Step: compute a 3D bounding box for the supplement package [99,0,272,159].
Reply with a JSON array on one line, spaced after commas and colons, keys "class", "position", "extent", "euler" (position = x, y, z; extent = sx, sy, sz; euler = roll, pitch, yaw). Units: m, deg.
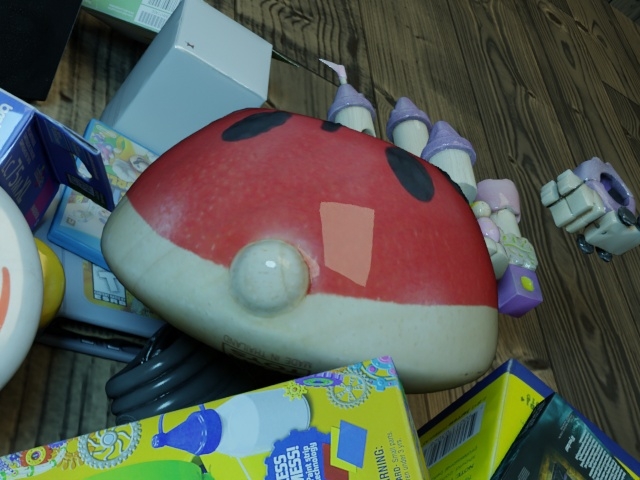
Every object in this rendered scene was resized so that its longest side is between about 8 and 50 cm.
[{"class": "supplement package", "position": [-0.142, -0.135, 0.995], "extent": [0.105, 0.179, 0.105], "euler": [30, 36, -22]}]

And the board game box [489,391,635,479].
[{"class": "board game box", "position": [0.192, 0.208, 0.765], "extent": [0.126, 0.026, 0.186], "euler": [49, 33, 6]}]

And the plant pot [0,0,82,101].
[{"class": "plant pot", "position": [-0.343, -0.255, 0.925], "extent": [0.167, 0.188, 0.187], "euler": [-9, 60, -36]}]

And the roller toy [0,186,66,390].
[{"class": "roller toy", "position": [-0.287, 0.038, 0.644], "extent": [0.191, 0.146, 0.209], "euler": [42, 61, -12]}]

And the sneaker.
[{"class": "sneaker", "position": [-0.052, 0.111, 0.839], "extent": [0.295, 0.104, 0.147], "euler": [-26, 91, -43]}]

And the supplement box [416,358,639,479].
[{"class": "supplement box", "position": [0.143, 0.304, 0.809], "extent": [0.194, 0.195, 0.356], "euler": [40, 32, -7]}]

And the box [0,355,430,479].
[{"class": "box", "position": [-0.051, 0.258, 0.537], "extent": [0.177, 0.279, 0.290], "euler": [70, 5, -49]}]

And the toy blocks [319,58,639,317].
[{"class": "toy blocks", "position": [0.136, -0.068, 1.105], "extent": [0.288, 0.309, 0.260], "euler": [21, 46, -33]}]

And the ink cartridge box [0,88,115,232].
[{"class": "ink cartridge box", "position": [-0.303, -0.096, 0.731], "extent": [0.311, 0.186, 0.065], "euler": [27, 75, -3]}]

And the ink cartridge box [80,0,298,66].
[{"class": "ink cartridge box", "position": [-0.151, -0.237, 1.146], "extent": [0.171, 0.056, 0.235], "euler": [23, 0, 26]}]

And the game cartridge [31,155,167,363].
[{"class": "game cartridge", "position": [-0.168, 0.022, 0.913], "extent": [0.297, 0.062, 0.198], "euler": [18, 45, -34]}]

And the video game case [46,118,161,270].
[{"class": "video game case", "position": [-0.175, -0.032, 0.904], "extent": [0.119, 0.015, 0.166], "euler": [30, 36, -22]}]

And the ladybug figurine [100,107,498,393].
[{"class": "ladybug figurine", "position": [0.000, 0.000, 0.759], "extent": [0.305, 0.162, 0.449], "euler": [18, 2, 2]}]
